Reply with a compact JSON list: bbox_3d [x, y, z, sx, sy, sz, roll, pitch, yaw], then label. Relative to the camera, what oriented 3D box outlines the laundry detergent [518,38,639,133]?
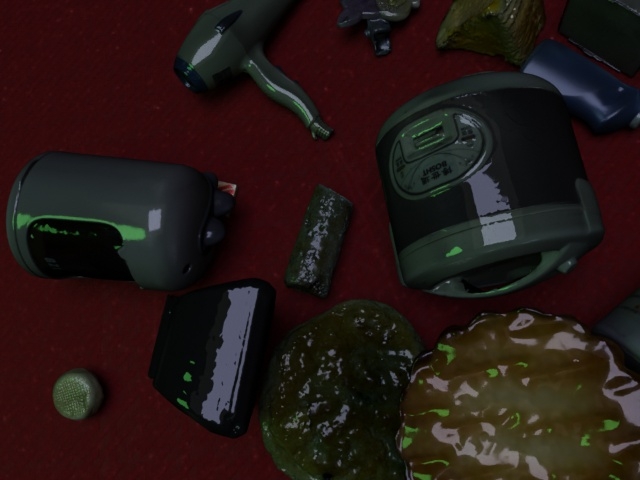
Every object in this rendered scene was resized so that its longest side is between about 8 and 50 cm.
[{"bbox_3d":[0.413,-0.230,0.984,0.206,0.061,0.097,34,78,16],"label":"laundry detergent"}]

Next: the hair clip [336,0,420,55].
[{"bbox_3d":[0.099,-0.413,1.093,0.146,0.056,0.187,-4,74,4],"label":"hair clip"}]

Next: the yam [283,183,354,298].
[{"bbox_3d":[0.000,0.000,1.007,0.078,0.078,0.179,16,78,14],"label":"yam"}]

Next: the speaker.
[{"bbox_3d":[-0.167,0.148,0.877,0.184,0.388,0.180,12,79,-3],"label":"speaker"}]

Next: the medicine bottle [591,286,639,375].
[{"bbox_3d":[0.509,0.128,0.788,0.232,0.238,0.238,-40,73,1],"label":"medicine bottle"}]

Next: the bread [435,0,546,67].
[{"bbox_3d":[0.260,-0.371,1.012,0.160,0.169,0.140,19,83,30],"label":"bread"}]

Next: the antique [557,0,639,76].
[{"bbox_3d":[0.470,-0.367,0.959,0.152,0.147,0.148,41,86,16],"label":"antique"}]

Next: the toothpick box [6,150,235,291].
[{"bbox_3d":[-0.298,-0.036,1.012,0.316,0.229,0.229,5,78,11],"label":"toothpick box"}]

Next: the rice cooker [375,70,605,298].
[{"bbox_3d":[0.221,-0.060,0.875,0.288,0.288,0.277,-11,76,9],"label":"rice cooker"}]

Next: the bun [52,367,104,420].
[{"bbox_3d":[-0.393,0.251,1.040,0.086,0.055,0.086,0,91,17],"label":"bun"}]

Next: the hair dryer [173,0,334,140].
[{"bbox_3d":[-0.069,-0.352,1.105,0.298,0.119,0.296,22,78,-1],"label":"hair dryer"}]

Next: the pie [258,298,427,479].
[{"bbox_3d":[0.046,0.219,0.893,0.277,0.078,0.277,4,78,-17],"label":"pie"}]

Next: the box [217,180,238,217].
[{"bbox_3d":[-0.193,-0.077,1.093,0.093,0.015,0.058,14,82,14],"label":"box"}]

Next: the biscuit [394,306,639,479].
[{"bbox_3d":[0.257,0.246,0.801,0.325,0.107,0.326,-1,86,24],"label":"biscuit"}]
